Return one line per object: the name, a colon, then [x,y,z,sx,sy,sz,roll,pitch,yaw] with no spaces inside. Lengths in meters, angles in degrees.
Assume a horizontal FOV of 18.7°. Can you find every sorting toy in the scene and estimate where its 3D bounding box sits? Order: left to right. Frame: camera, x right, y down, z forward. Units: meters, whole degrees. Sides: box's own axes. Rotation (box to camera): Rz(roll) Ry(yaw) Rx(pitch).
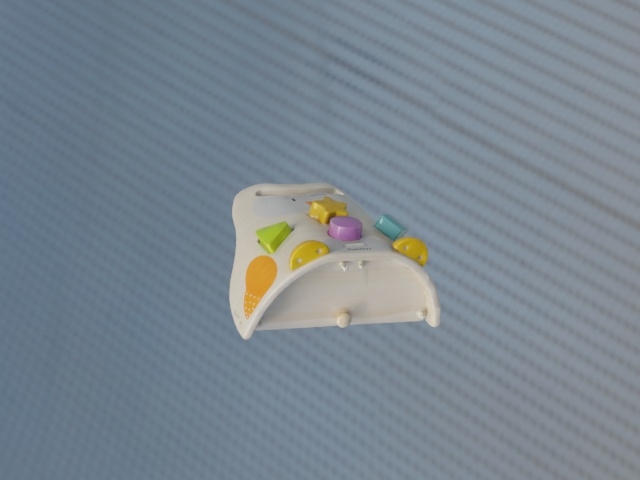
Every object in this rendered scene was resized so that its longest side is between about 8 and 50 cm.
sorting toy: [0.000,0.000,0.773,0.075,0.083,0.044,-123,37,-50]
